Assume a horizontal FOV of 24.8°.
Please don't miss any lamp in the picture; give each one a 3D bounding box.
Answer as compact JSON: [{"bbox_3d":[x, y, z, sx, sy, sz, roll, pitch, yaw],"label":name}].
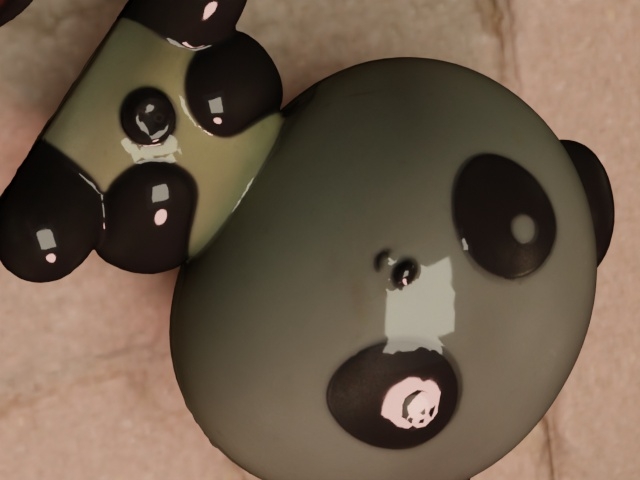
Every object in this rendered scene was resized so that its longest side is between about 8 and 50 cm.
[{"bbox_3d":[0.000,0.000,0.611,0.244,0.198,0.198,33,86,-17],"label":"lamp"}]

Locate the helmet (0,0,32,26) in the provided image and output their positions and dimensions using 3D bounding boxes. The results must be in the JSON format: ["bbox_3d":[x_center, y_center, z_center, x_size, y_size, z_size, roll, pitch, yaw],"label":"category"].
[{"bbox_3d":[-0.136,-0.180,0.497,0.189,0.193,0.216,-62,158,-23],"label":"helmet"}]
